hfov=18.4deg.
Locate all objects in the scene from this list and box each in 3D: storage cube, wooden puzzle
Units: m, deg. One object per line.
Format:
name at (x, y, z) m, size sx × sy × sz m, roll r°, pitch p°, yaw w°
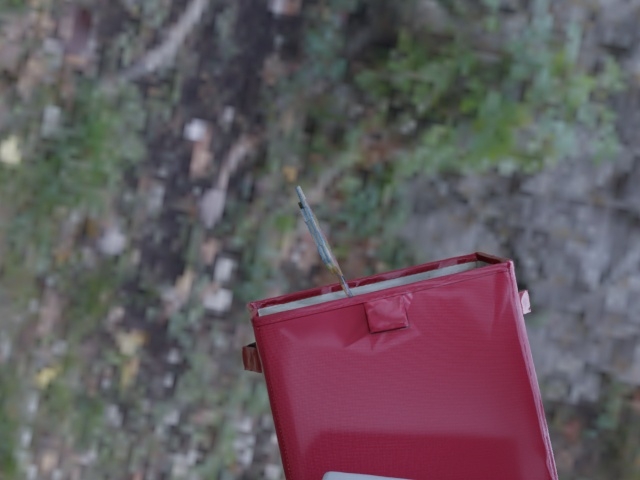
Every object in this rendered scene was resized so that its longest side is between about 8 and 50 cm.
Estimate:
storage cube at (0.060, 0.123, 1.443) m, size 0.183 × 0.215 × 0.193 m, roll -155°, pitch -126°, yaw -86°
wooden puzzle at (0.000, 0.000, 1.308) m, size 0.083 × 0.006 × 0.049 m, roll 65°, pitch 3°, yaw 24°

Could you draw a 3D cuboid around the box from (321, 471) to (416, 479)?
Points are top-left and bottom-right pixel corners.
box at (0.076, 0.254, 1.221) m, size 0.119 × 0.182 × 0.181 m, roll -62°, pitch 155°, yaw -65°
